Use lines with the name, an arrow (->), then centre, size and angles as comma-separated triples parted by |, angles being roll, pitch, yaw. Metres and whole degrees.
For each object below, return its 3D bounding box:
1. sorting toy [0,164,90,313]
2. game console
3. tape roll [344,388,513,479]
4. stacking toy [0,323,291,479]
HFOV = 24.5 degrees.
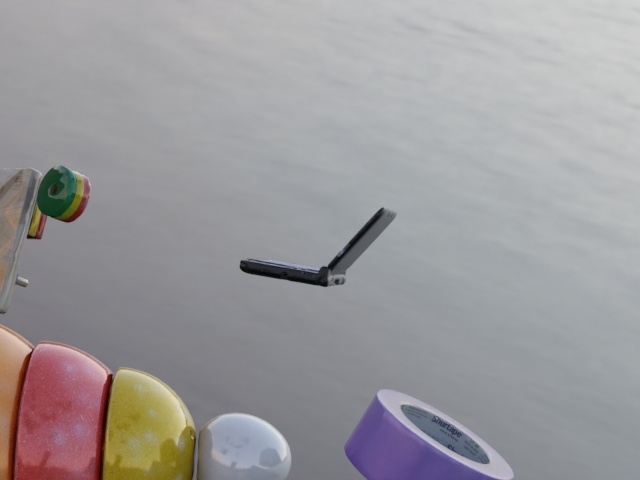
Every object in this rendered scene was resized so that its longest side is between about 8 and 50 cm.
sorting toy -> -0.307, 0.003, 1.358 | 0.275, 0.132, 0.046 | 1, -16, 44
game console -> 0.000, 0.000, 1.197 | 0.107, 0.071, 0.122 | 10, 0, 8
tape roll -> 0.128, 0.260, 1.742 | 0.189, 0.080, 0.189 | 30, 9, -5
stacking toy -> -0.276, 0.255, 1.823 | 0.480, 0.350, 0.350 | 2, 18, -1
